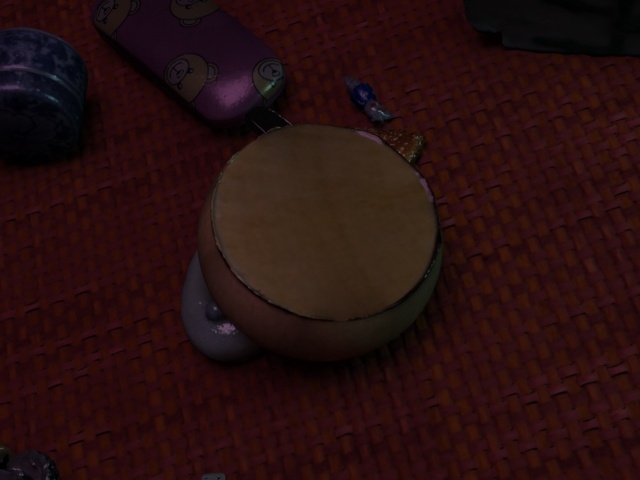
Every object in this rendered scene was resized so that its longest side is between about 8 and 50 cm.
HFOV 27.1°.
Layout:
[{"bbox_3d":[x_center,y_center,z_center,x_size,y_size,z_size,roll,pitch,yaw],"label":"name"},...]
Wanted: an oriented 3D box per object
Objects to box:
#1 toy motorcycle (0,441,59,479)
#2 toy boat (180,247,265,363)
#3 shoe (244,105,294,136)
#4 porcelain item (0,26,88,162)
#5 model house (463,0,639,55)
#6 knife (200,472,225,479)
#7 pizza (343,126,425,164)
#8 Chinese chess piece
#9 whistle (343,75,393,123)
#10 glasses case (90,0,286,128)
[{"bbox_3d":[-0.360,0.299,1.351,0.130,0.094,0.229,33,84,36],"label":"toy motorcycle"},{"bbox_3d":[-0.085,0.035,1.448,0.134,0.079,0.208,10,59,19],"label":"toy boat"},{"bbox_3d":[-0.031,-0.090,1.528,0.159,0.053,0.062,44,40,15],"label":"shoe"},{"bbox_3d":[-0.362,-0.173,1.624,0.147,0.147,0.114,-7,56,12],"label":"porcelain item"},{"bbox_3d":[0.322,-0.409,1.530,0.294,0.252,0.329,6,53,21],"label":"model house"},{"bbox_3d":[-0.112,0.278,1.333,0.027,0.010,0.096,-7,56,13],"label":"knife"},{"bbox_3d":[0.076,-0.097,1.520,0.099,0.029,0.100,-15,56,-3],"label":"pizza"},{"bbox_3d":[0.000,0.000,1.380,0.257,0.104,0.257,5,58,-8],"label":"Chinese chess piece"},{"bbox_3d":[0.055,-0.168,1.570,0.033,0.029,0.083,-10,51,-37],"label":"whistle"},{"bbox_3d":[-0.169,-0.246,1.658,0.123,0.076,0.316,-42,56,-13],"label":"glasses case"}]
